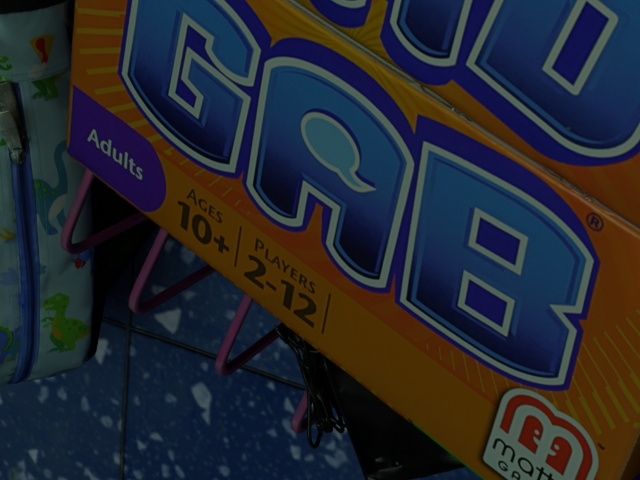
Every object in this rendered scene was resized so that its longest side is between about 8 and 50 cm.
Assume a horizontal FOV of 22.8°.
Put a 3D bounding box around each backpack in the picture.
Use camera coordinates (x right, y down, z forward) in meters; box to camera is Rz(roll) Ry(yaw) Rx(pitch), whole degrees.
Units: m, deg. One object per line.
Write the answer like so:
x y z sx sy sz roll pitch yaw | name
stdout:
-0.270 -0.057 1.181 0.290 0.273 0.356 28 139 55 | backpack

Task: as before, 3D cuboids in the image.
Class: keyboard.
0.025 0.055 0.946 0.100 0.038 0.192 -14 105 14 | keyboard

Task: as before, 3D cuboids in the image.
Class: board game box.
0.134 -0.153 0.770 0.356 0.356 0.356 36 136 26 | board game box

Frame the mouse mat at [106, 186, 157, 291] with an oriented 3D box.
-0.222 -0.019 1.317 0.152 0.007 0.190 46 123 8 | mouse mat

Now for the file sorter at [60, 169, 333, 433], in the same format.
0.000 0.000 1.074 0.290 0.202 0.182 36 124 14 | file sorter
